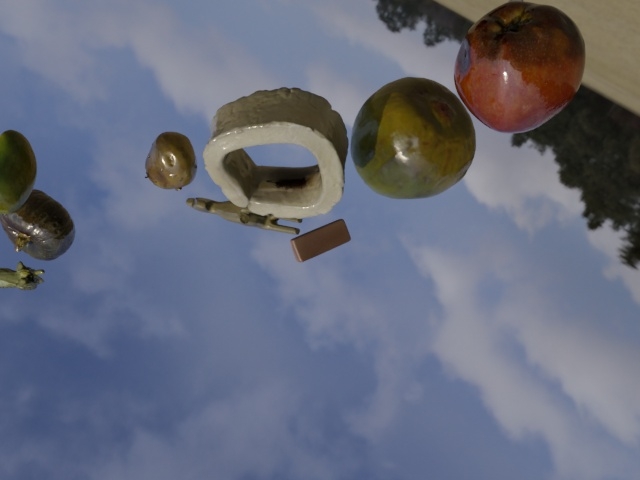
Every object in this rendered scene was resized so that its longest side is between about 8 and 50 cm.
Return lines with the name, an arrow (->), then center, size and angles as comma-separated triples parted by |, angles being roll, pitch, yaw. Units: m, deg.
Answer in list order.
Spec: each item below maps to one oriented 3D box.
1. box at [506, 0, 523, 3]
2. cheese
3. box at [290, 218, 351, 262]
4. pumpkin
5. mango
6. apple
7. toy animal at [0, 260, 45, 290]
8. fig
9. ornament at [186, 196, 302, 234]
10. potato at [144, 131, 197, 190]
box -> 0.379, -0.386, 1.437 | 0.029, 0.109, 0.198 | 45, 171, 38
cheese -> -0.104, -0.197, 1.665 | 0.332, 0.292, 0.153 | 1, -134, 8
box -> 0.000, 0.000, 1.282 | 0.115, 0.025, 0.048 | -24, -86, -26
pumpkin -> -0.781, -0.035, 1.912 | 0.219, 0.219, 0.162 | 31, -122, 7
mango -> -0.705, -0.150, 1.602 | 0.085, 0.191, 0.122 | 18, 172, 33
apple -> 0.347, -0.312, 1.232 | 0.230, 0.230, 0.230 | 24, -157, -11
toy animal -> -0.689, 0.078, 1.575 | 0.181, 0.073, 0.136 | 2, 172, 0
fig -> 0.227, -0.257, 1.861 | 0.343, 0.343, 0.343 | 24, -157, -11
ornament -> -0.207, -0.071, 1.834 | 0.245, 0.061, 0.230 | 11, 180, 31
potato -> -0.365, -0.198, 1.738 | 0.137, 0.176, 0.137 | 7, -105, -26
